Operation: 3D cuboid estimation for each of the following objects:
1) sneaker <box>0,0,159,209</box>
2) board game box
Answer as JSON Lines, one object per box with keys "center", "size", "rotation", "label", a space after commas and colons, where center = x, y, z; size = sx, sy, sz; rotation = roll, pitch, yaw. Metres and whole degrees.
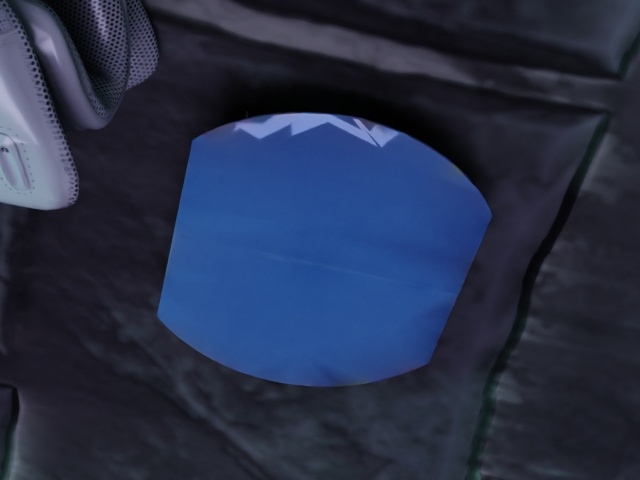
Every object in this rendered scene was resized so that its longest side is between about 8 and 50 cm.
{"center": [-0.190, -0.027, 0.542], "size": [0.210, 0.137, 0.366], "rotation": [13, 124, 3], "label": "sneaker"}
{"center": [0.000, 0.000, 0.601], "size": [0.133, 0.033, 0.168], "rotation": [11, 133, -6], "label": "board game box"}
